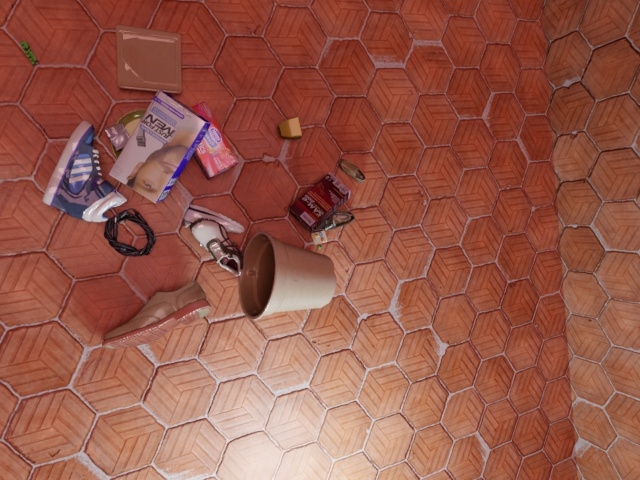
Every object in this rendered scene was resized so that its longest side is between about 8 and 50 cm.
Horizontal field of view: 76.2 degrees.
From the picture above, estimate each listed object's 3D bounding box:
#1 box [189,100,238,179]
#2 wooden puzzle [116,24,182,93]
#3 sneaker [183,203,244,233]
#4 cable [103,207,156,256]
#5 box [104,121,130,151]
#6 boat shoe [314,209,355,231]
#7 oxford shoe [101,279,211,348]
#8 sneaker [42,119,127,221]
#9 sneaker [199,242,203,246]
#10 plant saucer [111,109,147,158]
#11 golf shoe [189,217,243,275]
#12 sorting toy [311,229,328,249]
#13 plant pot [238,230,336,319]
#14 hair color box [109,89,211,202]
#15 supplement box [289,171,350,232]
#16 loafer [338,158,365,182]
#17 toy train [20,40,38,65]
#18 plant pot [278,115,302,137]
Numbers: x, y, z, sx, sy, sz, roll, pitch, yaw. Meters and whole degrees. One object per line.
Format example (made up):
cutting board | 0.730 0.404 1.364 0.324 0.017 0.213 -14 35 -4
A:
box | -0.434 -0.375 1.551 0.128 0.122 0.257 -31 102 -17
wooden puzzle | -0.632 -0.665 1.511 0.220 0.044 0.239 -1 88 -21
sneaker | -0.411 -0.063 1.586 0.234 0.090 0.095 20 86 -25
cable | -0.699 -0.016 1.502 0.150 0.047 0.185 -36 104 -16
box | -0.719 -0.370 1.457 0.067 0.018 0.083 -30 102 -18
boat shoe | 0.045 -0.088 1.772 0.223 0.073 0.080 -14 99 -19
oxford shoe | -0.616 0.280 1.524 0.396 0.140 0.147 -22 69 -14
sneaker | -0.785 -0.225 1.431 0.236 0.130 0.323 25 78 -30
sneaker | -0.454 -0.014 1.605 0.035 0.031 0.084 11 88 -22
plant saucer | -0.643 -0.361 1.517 0.240 0.037 0.241 -1 93 -20
golf shoe | -0.377 0.023 1.537 0.105 0.120 0.273 -36 128 6
sorting toy | 0.000 0.000 1.775 0.061 0.012 0.083 -15 115 9
plant pot | -0.118 0.151 1.612 0.305 0.333 0.334 10 88 -32
hair color box | -0.555 -0.322 1.423 0.185 0.110 0.339 33 100 -11
supplement box | 0.000 -0.162 1.727 0.130 0.073 0.239 43 75 14
loafer | 0.148 -0.312 1.817 0.148 0.050 0.056 33 80 -19
toy train | -0.987 -0.635 1.385 0.023 0.017 0.083 -32 103 -28
plant pot | -0.129 -0.460 1.691 0.083 0.081 0.081 -14 97 -9
